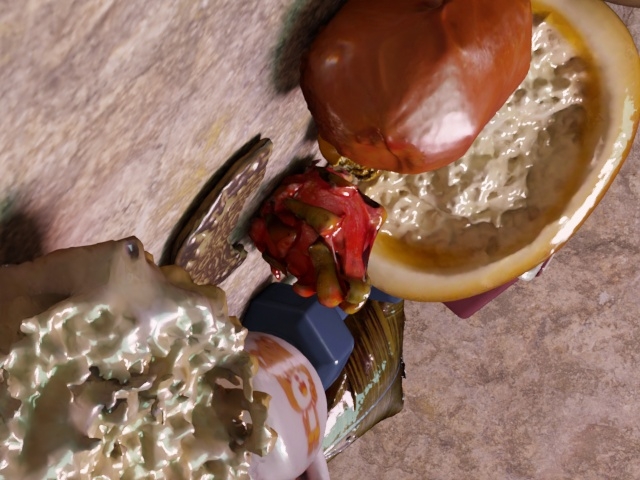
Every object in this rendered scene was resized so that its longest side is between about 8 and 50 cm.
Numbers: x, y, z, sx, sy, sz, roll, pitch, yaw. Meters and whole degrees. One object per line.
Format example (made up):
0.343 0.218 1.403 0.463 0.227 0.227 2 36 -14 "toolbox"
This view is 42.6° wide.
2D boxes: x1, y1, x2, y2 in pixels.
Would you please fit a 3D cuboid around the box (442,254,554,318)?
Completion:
0.214 -0.029 1.316 0.193 0.294 0.167 -41 173 -47 "box"

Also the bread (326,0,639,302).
0.173 -0.134 1.005 0.424 0.329 0.245 -54 -155 19 "bread"

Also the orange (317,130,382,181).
0.031 -0.103 0.845 0.062 0.086 0.086 -16 -172 27 "orange"

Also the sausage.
0.095 -0.162 0.717 0.268 0.153 0.141 -43 135 -43 "sausage"

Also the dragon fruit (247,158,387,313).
0.000 0.000 0.856 0.150 0.207 0.133 -6 127 -19 "dragon fruit"

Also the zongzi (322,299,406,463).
0.009 0.194 1.435 0.403 0.208 0.432 -28 135 -46 "zongzi"

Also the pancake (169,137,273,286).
-0.085 -0.013 0.757 0.190 0.020 0.184 -57 168 18 "pancake"

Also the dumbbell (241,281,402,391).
0.027 0.075 1.163 0.144 0.160 0.325 -26 -169 41 "dumbbell"

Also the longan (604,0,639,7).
0.340 -0.358 0.784 0.350 0.288 0.288 -21 150 -33 "longan"

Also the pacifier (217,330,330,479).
-0.107 0.182 0.766 0.332 0.273 0.220 2 96 -75 "pacifier"

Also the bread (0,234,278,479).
-0.152 0.136 0.466 0.274 0.149 0.273 7 81 -49 "bread"
